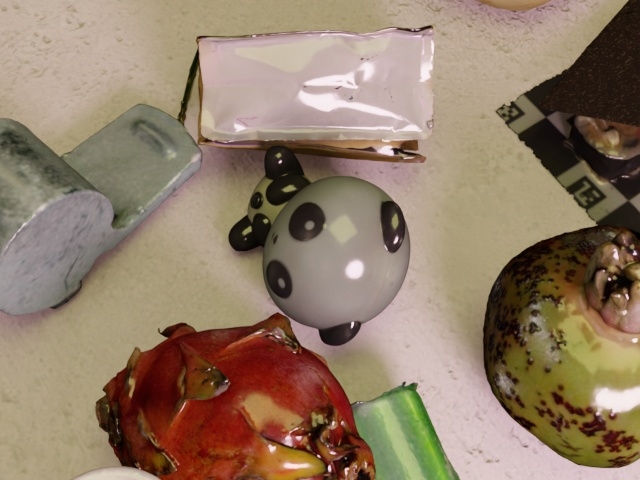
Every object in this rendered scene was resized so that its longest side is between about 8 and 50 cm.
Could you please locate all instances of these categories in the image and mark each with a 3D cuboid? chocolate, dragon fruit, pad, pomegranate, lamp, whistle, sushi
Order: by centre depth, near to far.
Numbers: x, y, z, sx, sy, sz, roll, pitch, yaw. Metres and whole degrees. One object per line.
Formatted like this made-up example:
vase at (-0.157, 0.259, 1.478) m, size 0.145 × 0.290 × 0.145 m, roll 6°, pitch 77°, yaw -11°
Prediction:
dragon fruit at (-0.086, 0.204, 1.161) m, size 0.315 × 0.250 × 0.250 m, roll -8°, pitch 52°, yaw 39°
pomegranate at (0.320, 0.091, 1.187) m, size 0.284 × 0.341 × 0.285 m, roll -1°, pitch 61°, yaw 1°
chocolate at (0.124, 0.312, 1.196) m, size 0.110 × 0.110 × 0.291 m, roll -19°, pitch 66°, yaw -13°
lamp at (0.000, 0.000, 1.317) m, size 0.197 × 0.198 × 0.244 m, roll -34°, pitch 50°, yaw -20°
whistle at (-0.332, -0.045, 1.347) m, size 0.168 × 0.188 × 0.404 m, roll 38°, pitch 34°, yaw 22°
pad at (0.476, -0.254, 1.484) m, size 0.220 × 0.004 × 0.330 m, roll 18°, pitch 49°, yaw 34°
sushi at (0.484, -0.195, 1.492) m, size 0.373 × 0.100 × 0.296 m, roll -29°, pitch 66°, yaw -18°

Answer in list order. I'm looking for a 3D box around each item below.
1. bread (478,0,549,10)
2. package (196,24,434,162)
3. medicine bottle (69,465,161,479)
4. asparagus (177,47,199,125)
bread at (0.302, -0.544, 1.592) m, size 0.348 × 0.253 × 0.376 m, roll 41°, pitch 68°, yaw 14°
package at (-0.011, -0.181, 1.427) m, size 0.311 × 0.221 × 0.165 m, roll -2°, pitch 86°, yaw -7°
medicine bottle at (-0.192, 0.336, 1.061) m, size 0.165 × 0.273 × 0.165 m, roll 1°, pitch 60°, yaw -2°
asparagus at (-0.188, -0.221, 1.519) m, size 0.016 × 0.013 × 0.166 m, roll 5°, pitch 60°, yaw 12°
